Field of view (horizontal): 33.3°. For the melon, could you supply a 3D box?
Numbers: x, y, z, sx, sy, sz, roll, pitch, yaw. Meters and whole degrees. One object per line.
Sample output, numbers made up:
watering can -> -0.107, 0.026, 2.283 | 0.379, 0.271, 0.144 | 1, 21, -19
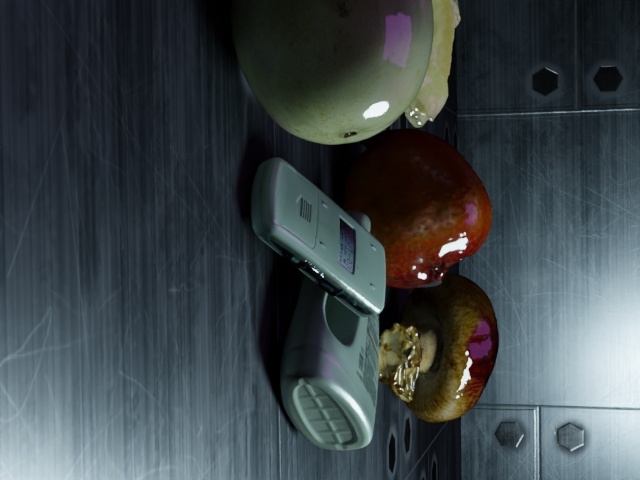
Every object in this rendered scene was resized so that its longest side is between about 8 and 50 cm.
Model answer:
melon -> 0.016, -0.294, 1.428 | 0.268, 0.268, 0.330 | 41, 38, -71

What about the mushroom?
mushroom -> 0.240, 0.259, 2.435 | 0.334, 0.356, 0.331 | -148, -133, -62

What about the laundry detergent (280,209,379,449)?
laundry detergent -> 0.029, 0.111, 1.745 | 0.264, 0.124, 0.398 | 62, 29, -48

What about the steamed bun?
steamed bun -> 0.197, -0.489, 2.313 | 0.189, 0.247, 0.428 | 39, -24, 48

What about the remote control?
remote control -> 0.000, 0.000, 1.584 | 0.296, 0.056, 0.140 | 38, 41, -42

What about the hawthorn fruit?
hawthorn fruit -> 0.183, -0.060, 2.032 | 0.295, 0.295, 0.311 | 45, 48, -70
